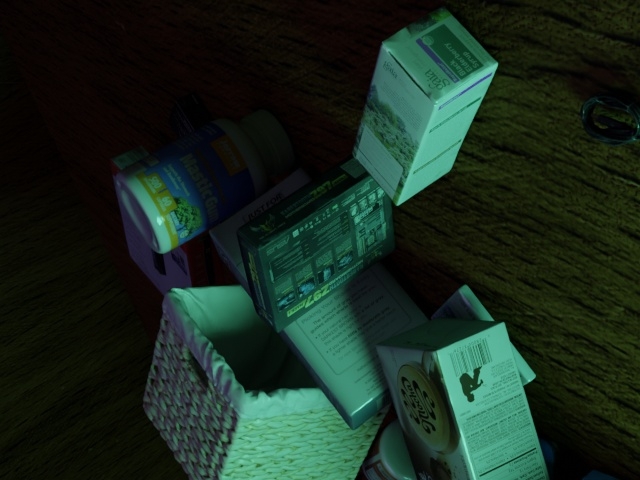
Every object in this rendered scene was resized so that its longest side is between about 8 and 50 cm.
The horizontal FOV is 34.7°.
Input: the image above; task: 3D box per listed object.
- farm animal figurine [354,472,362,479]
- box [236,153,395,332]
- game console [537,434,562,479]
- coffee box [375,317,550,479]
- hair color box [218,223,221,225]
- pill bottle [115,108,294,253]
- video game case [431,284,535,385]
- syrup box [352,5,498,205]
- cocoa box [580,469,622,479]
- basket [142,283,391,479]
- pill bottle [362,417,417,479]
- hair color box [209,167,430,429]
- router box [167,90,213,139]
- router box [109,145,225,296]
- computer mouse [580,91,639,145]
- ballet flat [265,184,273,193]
[{"bbox_3d":[0.165,0.593,2.065,0.330,0.172,0.327,36,164,31],"label":"farm animal figurine"},{"bbox_3d":[0.000,0.000,1.453,0.059,0.233,0.183,40,154,36],"label":"box"},{"bbox_3d":[0.329,0.401,1.568,0.293,0.173,0.250,-177,89,-66],"label":"game console"},{"bbox_3d":[0.201,0.265,1.397,0.168,0.119,0.297,-4,104,65],"label":"coffee box"},{"bbox_3d":[-0.261,-0.020,2.283,0.141,0.072,0.043,41,150,42],"label":"hair color box"},{"bbox_3d":[-0.183,-0.106,1.672,0.152,0.272,0.152,49,159,26],"label":"pill bottle"},{"bbox_3d":[0.227,0.148,1.450,0.157,0.019,0.143,53,160,11],"label":"video game case"},{"bbox_3d":[0.113,-0.147,1.170,0.093,0.096,0.237,50,159,16],"label":"syrup box"},{"bbox_3d":[0.394,0.506,1.266,0.231,0.228,0.347,9,128,64],"label":"cocoa box"},{"bbox_3d":[-0.100,0.265,1.799,0.328,0.331,0.266,45,125,44],"label":"basket"},{"bbox_3d":[0.143,0.391,1.857,0.121,0.121,0.216,55,160,10],"label":"pill bottle"},{"bbox_3d":[0.009,0.088,1.613,0.374,0.185,0.113,51,169,19],"label":"hair color box"},{"bbox_3d":[-0.228,-0.187,1.996,0.179,0.046,0.133,58,161,1],"label":"router box"},{"bbox_3d":[-0.328,0.002,2.247,0.335,0.082,0.301,42,148,38],"label":"router box"},{"bbox_3d":[0.317,-0.075,0.892,0.242,0.041,0.071,47,150,47],"label":"computer mouse"},{"bbox_3d":[-0.110,-0.003,1.919,0.087,0.083,0.247,7,128,26],"label":"ballet flat"}]
